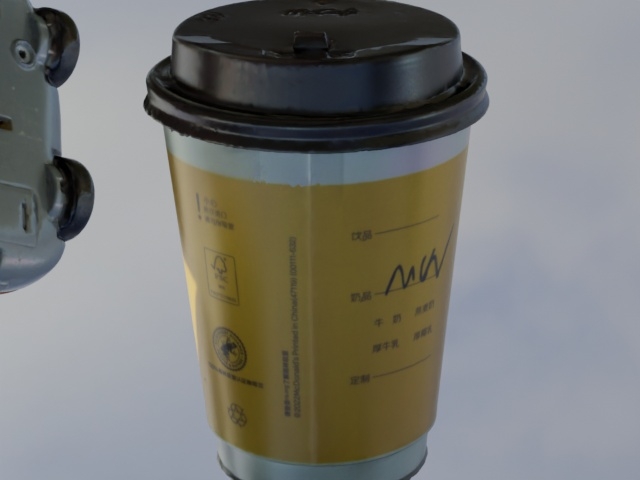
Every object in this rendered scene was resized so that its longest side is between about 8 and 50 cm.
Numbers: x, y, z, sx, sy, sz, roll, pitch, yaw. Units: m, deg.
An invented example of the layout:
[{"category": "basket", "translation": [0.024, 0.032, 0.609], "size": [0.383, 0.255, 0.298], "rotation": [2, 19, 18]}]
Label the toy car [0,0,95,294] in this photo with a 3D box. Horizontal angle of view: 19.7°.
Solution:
[{"category": "toy car", "translation": [-0.309, -0.075, 1.395], "size": [0.212, 0.270, 0.180], "rotation": [-22, 158, 37]}]

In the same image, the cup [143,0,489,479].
[{"category": "cup", "translation": [0.000, 0.000, 1.077], "size": [0.196, 0.279, 0.196], "rotation": [-1, -158, 1]}]
